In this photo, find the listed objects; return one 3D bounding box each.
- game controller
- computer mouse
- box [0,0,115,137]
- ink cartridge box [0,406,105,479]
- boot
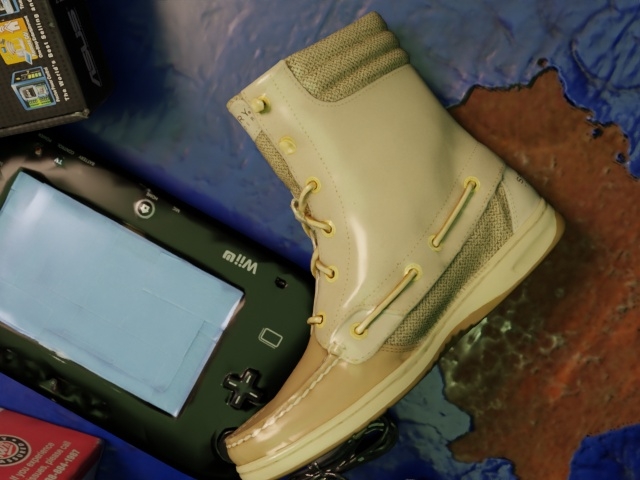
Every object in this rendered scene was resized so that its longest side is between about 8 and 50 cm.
[{"bbox_3d":[-0.151,0.036,0.574,0.319,0.067,0.166,29,102,0],"label":"game controller"},{"bbox_3d":[0.070,0.212,0.595,0.193,0.042,0.106,41,97,4],"label":"computer mouse"},{"bbox_3d":[-0.268,-0.182,0.472,0.216,0.060,0.270,-10,116,8],"label":"box"},{"bbox_3d":[-0.381,0.192,0.521,0.385,0.279,0.160,17,102,4],"label":"ink cartridge box"},{"bbox_3d":[0.000,0.000,0.511,0.262,0.095,0.203,-41,93,-10],"label":"boot"}]
